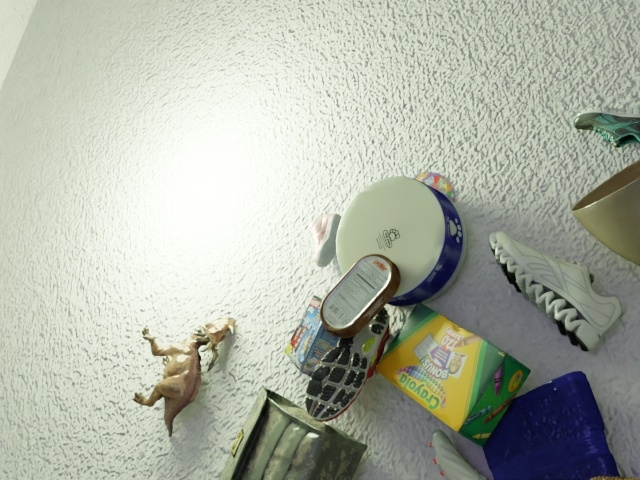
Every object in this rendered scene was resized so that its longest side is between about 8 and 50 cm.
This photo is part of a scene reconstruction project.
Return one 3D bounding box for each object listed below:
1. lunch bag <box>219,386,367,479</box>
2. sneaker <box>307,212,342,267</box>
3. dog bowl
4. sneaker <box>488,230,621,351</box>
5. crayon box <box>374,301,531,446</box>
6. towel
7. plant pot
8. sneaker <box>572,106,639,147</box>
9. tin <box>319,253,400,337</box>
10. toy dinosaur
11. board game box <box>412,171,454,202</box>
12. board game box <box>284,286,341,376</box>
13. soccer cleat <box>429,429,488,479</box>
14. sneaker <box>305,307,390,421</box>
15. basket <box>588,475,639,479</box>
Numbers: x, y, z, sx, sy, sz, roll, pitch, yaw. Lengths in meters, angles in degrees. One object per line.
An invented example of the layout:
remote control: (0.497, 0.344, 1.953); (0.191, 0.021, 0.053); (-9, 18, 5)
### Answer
lunch bag: (-0.085, 0.449, 1.732); (0.287, 0.169, 0.235); (19, 83, 46)
sneaker: (0.000, 0.000, 1.964); (0.070, 0.051, 0.134); (2, 66, 37)
dog bowl: (0.167, 0.003, 1.787); (0.264, 0.104, 0.265); (-10, 72, 33)
sneaker: (0.435, 0.074, 1.606); (0.118, 0.110, 0.292); (-42, 59, 0)
crayon box: (0.242, 0.245, 1.614); (0.165, 0.081, 0.278); (-57, 34, -2)
towel: (0.408, 0.407, 1.481); (0.227, 0.076, 0.308); (-30, 55, 28)
plant pot: (0.606, -0.052, 1.467); (0.284, 0.284, 0.191); (-35, 89, 16)
sneaker: (0.573, -0.218, 1.674); (0.166, 0.065, 0.076); (6, 75, 37)
tin: (0.078, 0.109, 1.708); (0.190, 0.040, 0.106); (-48, 55, -1)
toy dinosaur: (-0.313, 0.308, 1.986); (0.200, 0.127, 0.296); (0, 74, 27)
board game box: (0.208, -0.081, 1.872); (0.168, 0.033, 0.133); (-45, 51, 8)
board game box: (0.006, 0.183, 1.819); (0.194, 0.060, 0.194); (-61, 13, -1)
soccer cleat: (0.265, 0.433, 1.568); (0.076, 0.068, 0.196); (-29, 61, 13)
sneaker: (0.071, 0.259, 1.722); (0.107, 0.118, 0.279); (19, 58, 29)
basket: (0.535, 0.514, 1.276); (0.223, 0.213, 0.299); (-24, 56, 62)
